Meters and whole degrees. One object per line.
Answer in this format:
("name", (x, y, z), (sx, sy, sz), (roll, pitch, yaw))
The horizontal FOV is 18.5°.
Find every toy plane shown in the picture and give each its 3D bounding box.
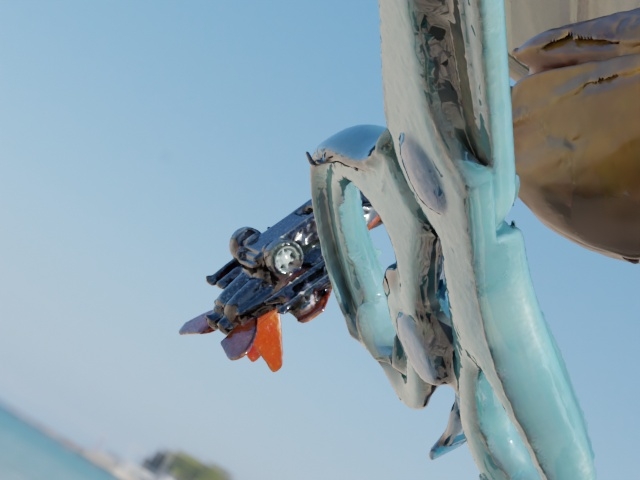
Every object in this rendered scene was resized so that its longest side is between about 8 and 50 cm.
("toy plane", (-0.002, -0.002, 1.171), (0.061, 0.189, 0.130), (45, -13, -24))

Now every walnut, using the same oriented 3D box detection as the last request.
("walnut", (0.187, -0.047, 0.884), (0.245, 0.137, 0.137), (-9, -21, 13))

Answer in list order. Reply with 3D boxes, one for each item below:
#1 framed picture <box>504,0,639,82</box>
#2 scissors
("framed picture", (0.175, -0.162, 1.263), (0.213, 0.016, 0.289), (43, -21, 29))
("scissors", (0.040, -0.028, 0.654), (0.180, 0.032, 0.393), (51, -17, 31))
